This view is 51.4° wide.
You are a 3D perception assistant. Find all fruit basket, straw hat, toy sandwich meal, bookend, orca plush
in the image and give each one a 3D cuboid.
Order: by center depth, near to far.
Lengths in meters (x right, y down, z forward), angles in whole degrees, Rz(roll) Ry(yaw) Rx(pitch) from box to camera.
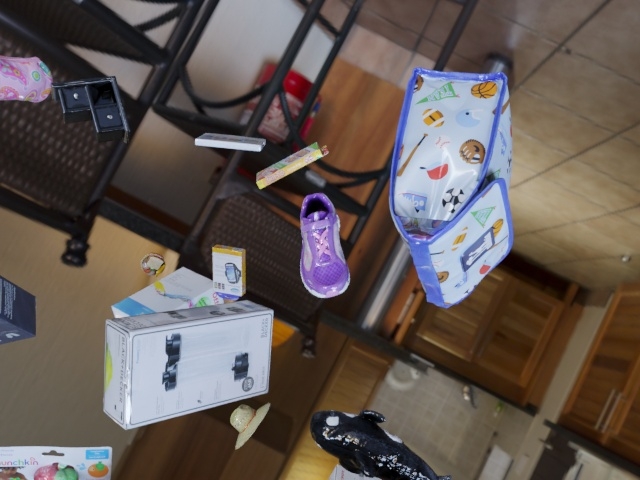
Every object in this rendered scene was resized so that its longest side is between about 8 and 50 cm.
[{"bbox_3d":[0.099,0.426,1.247,0.287,0.151,0.102,41,-154,0],"label":"orca plush"},{"bbox_3d":[-0.569,-0.315,1.649,0.157,0.156,0.072,-12,166,-22],"label":"bookend"},{"bbox_3d":[-0.197,0.457,1.710,0.061,0.144,0.144,39,174,-5],"label":"straw hat"},{"bbox_3d":[-0.763,0.725,1.881,0.326,0.353,0.165,5,-149,-14],"label":"fruit basket"},{"bbox_3d":[-0.526,0.078,2.095,0.085,0.086,0.029,30,-160,-23],"label":"toy sandwich meal"}]

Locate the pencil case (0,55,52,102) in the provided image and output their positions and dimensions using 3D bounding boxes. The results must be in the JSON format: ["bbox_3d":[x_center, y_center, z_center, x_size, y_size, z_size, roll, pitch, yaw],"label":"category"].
[{"bbox_3d":[-0.801,-0.404,1.630,0.124,0.124,0.284,26,-163,21],"label":"pencil case"}]

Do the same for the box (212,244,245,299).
[{"bbox_3d":[-0.229,0.082,1.673,0.081,0.136,0.028,9,-157,17],"label":"box"}]

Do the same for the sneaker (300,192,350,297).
[{"bbox_3d":[0.000,0.000,1.304,0.095,0.237,0.105,-8,142,0],"label":"sneaker"}]

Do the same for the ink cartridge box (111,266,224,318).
[{"bbox_3d":[-0.450,0.245,2.035,0.197,0.270,0.198,18,128,41],"label":"ink cartridge box"}]

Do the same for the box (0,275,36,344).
[{"bbox_3d":[-0.662,0.140,1.284,0.155,0.093,0.158,-13,154,4],"label":"box"}]

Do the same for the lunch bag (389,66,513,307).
[{"bbox_3d":[0.267,-0.092,1.339,0.238,0.386,0.328,8,154,22],"label":"lunch bag"}]

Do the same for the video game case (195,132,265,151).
[{"bbox_3d":[-0.218,-0.242,1.637,0.157,0.019,0.143,6,-165,-2],"label":"video game case"}]

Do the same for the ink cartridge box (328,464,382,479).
[{"bbox_3d":[0.083,0.550,1.414,0.135,0.056,0.099,20,-144,-5],"label":"ink cartridge box"}]

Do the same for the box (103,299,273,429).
[{"bbox_3d":[-0.226,0.206,1.167,0.289,0.169,0.087,-6,-166,-42],"label":"box"}]

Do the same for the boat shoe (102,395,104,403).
[{"bbox_3d":[-0.577,0.473,2.180,0.116,0.324,0.123,27,-149,-59],"label":"boat shoe"}]

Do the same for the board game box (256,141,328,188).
[{"bbox_3d":[-0.096,-0.258,2.233,0.124,0.259,0.039,-103,-12,-70],"label":"board game box"}]
